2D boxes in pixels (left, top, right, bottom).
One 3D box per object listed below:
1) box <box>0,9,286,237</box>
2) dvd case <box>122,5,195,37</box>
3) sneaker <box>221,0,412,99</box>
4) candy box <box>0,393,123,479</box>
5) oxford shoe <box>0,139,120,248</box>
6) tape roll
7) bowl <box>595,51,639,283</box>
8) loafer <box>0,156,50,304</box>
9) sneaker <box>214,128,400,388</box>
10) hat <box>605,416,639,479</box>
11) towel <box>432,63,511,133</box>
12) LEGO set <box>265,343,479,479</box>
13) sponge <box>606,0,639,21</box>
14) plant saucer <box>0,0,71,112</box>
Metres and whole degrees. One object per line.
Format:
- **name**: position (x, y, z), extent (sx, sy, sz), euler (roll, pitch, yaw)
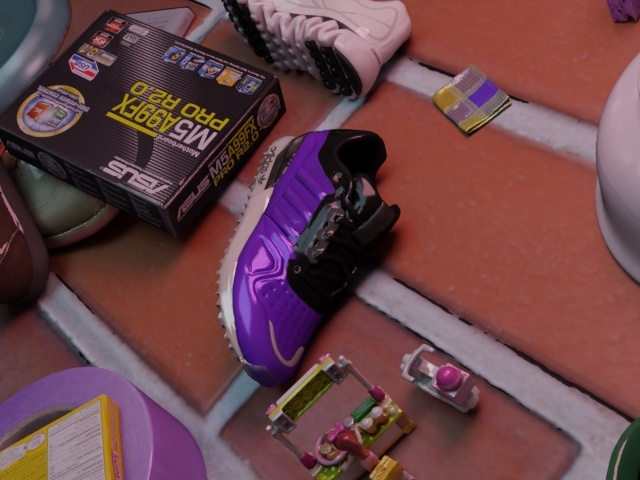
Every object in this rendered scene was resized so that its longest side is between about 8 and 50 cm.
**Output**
- **box**: position (-0.209, -0.144, 1.303), extent (0.270, 0.060, 0.216), euler (26, 62, 26)
- **dvd case**: position (-0.293, -0.218, 1.545), extent (0.180, 0.022, 0.253), euler (4, 58, 39)
- **sneaker**: position (-0.012, -0.262, 1.318), extent (0.118, 0.110, 0.292), euler (-44, 49, -15)
- **candy box**: position (-0.266, 0.227, 1.002), extent (0.206, 0.027, 0.105), euler (-29, 45, 14)
- **oxford shoe**: position (-0.395, -0.089, 1.415), extent (0.397, 0.146, 0.140), euler (7, 59, 40)
- **tape roll**: position (-0.243, 0.258, 1.046), extent (0.275, 0.090, 0.274), euler (-21, 44, 22)
- **bowl**: position (0.338, -0.098, 0.880), extent (0.298, 0.134, 0.297), euler (-21, 45, 23)
- **loafer**: position (-0.453, -0.083, 1.319), extent (0.134, 0.130, 0.365), euler (-39, 80, 32)
- **sneaker**: position (0.000, -0.001, 1.075), extent (0.146, 0.102, 0.293), euler (-11, 50, 30)
- **hat**: position (0.233, 0.226, 0.763), extent (0.209, 0.183, 0.172), euler (3, 54, -12)
- **towel**: position (0.154, -0.146, 1.152), extent (0.060, 0.009, 0.083), euler (-37, 41, 4)
- **LEGO set**: position (0.004, 0.198, 0.896), extent (0.132, 0.107, 0.287), euler (12, 63, 43)
- **sponge**: position (0.318, -0.333, 1.107), extent (0.031, 0.117, 0.210), euler (8, 60, 40)
- **plant saucer**: position (-0.535, -0.297, 1.782), extent (0.318, 0.043, 0.317), euler (-20, 46, 22)
